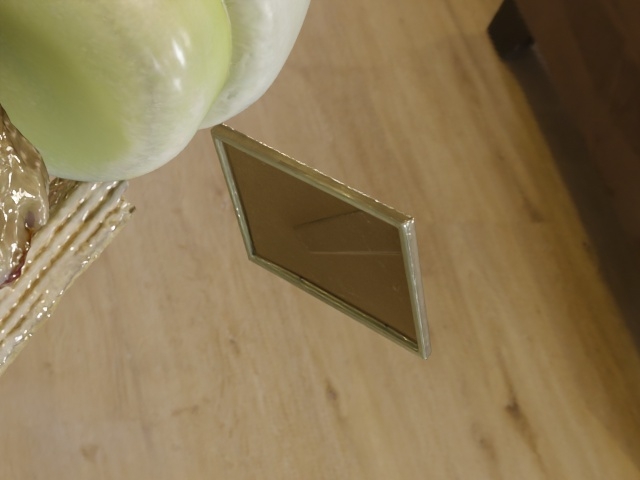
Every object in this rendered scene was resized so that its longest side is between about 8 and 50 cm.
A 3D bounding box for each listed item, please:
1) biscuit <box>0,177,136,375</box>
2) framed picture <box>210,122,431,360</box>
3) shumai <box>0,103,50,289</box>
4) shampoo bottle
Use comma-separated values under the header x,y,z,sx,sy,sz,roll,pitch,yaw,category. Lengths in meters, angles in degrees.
x,y,z,sx,sy,sz,roll,pitch,yaw,category
-0.246,0.041,0.866,0.062,0.108,0.239,43,70,-20,biscuit
0.000,0.000,1.330,0.324,0.241,0.020,27,55,36,framed picture
-0.264,-0.066,0.669,0.185,0.183,0.218,5,84,-53,shumai
-0.156,-0.229,0.785,0.322,0.322,0.317,27,59,-2,shampoo bottle
